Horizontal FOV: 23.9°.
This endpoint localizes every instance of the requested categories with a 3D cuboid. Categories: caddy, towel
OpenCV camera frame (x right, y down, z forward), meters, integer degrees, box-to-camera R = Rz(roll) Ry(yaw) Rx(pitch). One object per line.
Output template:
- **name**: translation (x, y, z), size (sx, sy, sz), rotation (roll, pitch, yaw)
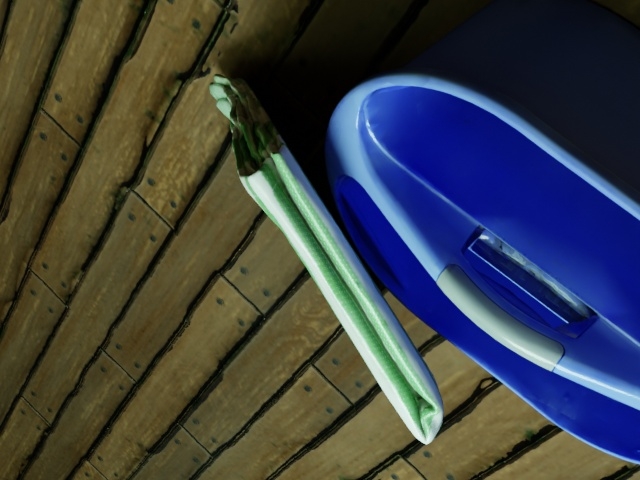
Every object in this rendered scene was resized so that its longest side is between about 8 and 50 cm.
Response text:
- **caddy**: translation (0.158, 0.003, 0.983), size (0.341, 0.179, 0.241), rotation (38, 147, 13)
- **towel**: translation (0.000, 0.000, 1.140), size (0.248, 0.038, 0.325), rotation (56, -179, -18)
